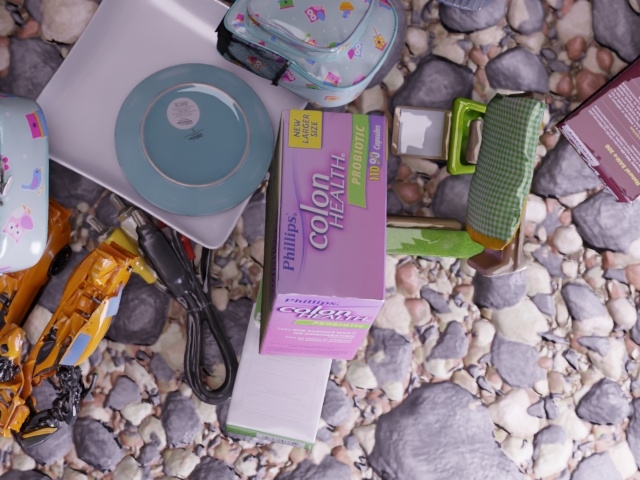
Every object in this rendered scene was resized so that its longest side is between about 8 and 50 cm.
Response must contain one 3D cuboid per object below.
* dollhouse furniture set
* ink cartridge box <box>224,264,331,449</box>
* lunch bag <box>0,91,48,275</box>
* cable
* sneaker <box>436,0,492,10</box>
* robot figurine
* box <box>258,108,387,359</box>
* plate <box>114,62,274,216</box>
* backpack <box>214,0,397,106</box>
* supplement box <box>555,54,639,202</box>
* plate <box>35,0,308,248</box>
[{"bbox_3d":[0.142,-0.072,1.546,0.151,0.301,0.197,5,94,-3],"label":"dollhouse furniture set"},{"bbox_3d":[-0.040,0.139,1.660,0.109,0.062,0.209,13,73,-1],"label":"ink cartridge box"},{"bbox_3d":[-0.440,-0.063,1.581,0.279,0.108,0.224,4,91,33],"label":"lunch bag"},{"bbox_3d":[-0.163,0.057,1.686,0.139,0.072,0.287,-32,104,-16],"label":"cable"},{"bbox_3d":[0.072,-0.374,1.642,0.319,0.131,0.112,26,89,-24],"label":"sneaker"},{"bbox_3d":[-0.352,0.104,1.636,0.211,0.085,0.291,33,99,13],"label":"robot figurine"},{"bbox_3d":[0.000,0.000,1.545,0.117,0.243,0.213,4,69,-5],"label":"box"},{"bbox_3d":[-0.147,-0.122,1.604,0.188,0.024,0.188,2,79,-8],"label":"plate"},{"bbox_3d":[-0.005,-0.253,1.597,0.188,0.144,0.166,34,69,-9],"label":"backpack"},{"bbox_3d":[0.420,-0.168,1.660,0.239,0.073,0.130,-39,91,0],"label":"supplement box"},{"bbox_3d":[-0.175,-0.165,1.644,0.278,0.045,0.277,30,75,-1],"label":"plate"}]
